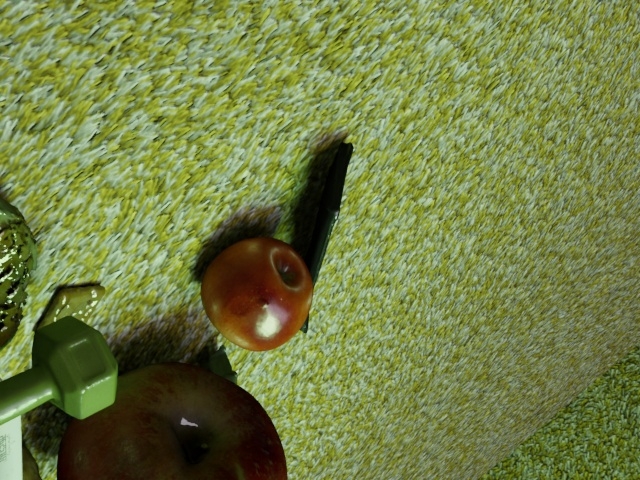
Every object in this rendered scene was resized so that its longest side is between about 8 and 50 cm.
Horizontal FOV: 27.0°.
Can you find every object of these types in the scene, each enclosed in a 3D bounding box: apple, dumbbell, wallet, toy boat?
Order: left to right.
[{"bbox_3d":[-0.377,0.192,1.521,0.302,0.121,0.108,-27,177,-29],"label":"dumbbell"},{"bbox_3d":[-0.213,0.346,1.911,0.348,0.348,0.277,-17,153,-44],"label":"apple"},{"bbox_3d":[-0.154,0.268,2.170,0.055,0.093,0.293,-20,149,-9],"label":"toy boat"},{"bbox_3d":[-0.087,0.073,1.899,0.139,0.163,0.163,-45,157,28],"label":"apple"},{"bbox_3d":[0.001,0.000,1.970,0.030,0.146,0.285,11,136,-6],"label":"wallet"}]

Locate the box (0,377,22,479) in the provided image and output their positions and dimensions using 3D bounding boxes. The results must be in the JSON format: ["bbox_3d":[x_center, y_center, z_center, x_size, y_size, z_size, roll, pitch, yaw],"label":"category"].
[{"bbox_3d":[-0.486,0.283,1.667,0.203,0.116,0.274,-27,151,-29],"label":"box"}]

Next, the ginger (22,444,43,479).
[{"bbox_3d":[-0.465,0.421,1.841,0.065,0.118,0.298,75,33,-65],"label":"ginger"}]

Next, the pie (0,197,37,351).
[{"bbox_3d":[-0.447,0.058,1.440,0.296,0.078,0.371,-53,153,13],"label":"pie"}]

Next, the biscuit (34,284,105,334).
[{"bbox_3d":[-0.325,0.093,1.737,0.081,0.018,0.083,-3,133,-55],"label":"biscuit"}]
